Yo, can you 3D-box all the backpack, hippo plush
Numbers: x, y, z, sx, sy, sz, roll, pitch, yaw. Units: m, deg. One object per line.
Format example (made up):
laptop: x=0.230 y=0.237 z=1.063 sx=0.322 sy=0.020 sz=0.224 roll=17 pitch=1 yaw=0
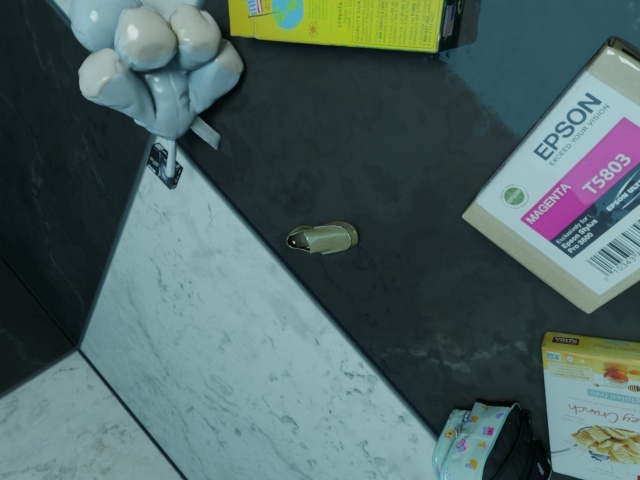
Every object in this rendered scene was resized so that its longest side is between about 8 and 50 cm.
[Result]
backpack: x=0.266 y=0.370 z=0.681 sx=0.144 sy=0.188 sz=0.166 roll=-17 pitch=104 yaw=41
hippo plush: x=-0.279 y=-0.315 z=0.726 sx=0.237 sy=0.234 sz=0.294 roll=56 pitch=178 yaw=21

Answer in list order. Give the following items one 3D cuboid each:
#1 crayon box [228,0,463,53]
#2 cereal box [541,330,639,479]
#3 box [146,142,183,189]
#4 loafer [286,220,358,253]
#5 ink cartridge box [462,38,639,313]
crayon box: x=0.020 y=-0.354 z=0.527 sx=0.318 sy=0.081 sz=0.202 roll=19 pitch=124 yaw=27
cereal box: x=0.415 y=0.248 z=0.597 sx=0.173 sy=0.047 sz=0.240 roll=-1 pitch=114 yaw=37
box: x=-0.346 y=-0.165 z=0.946 sx=0.083 sy=0.018 sz=0.067 roll=46 pitch=132 yaw=6
loafer: x=0.000 y=0.000 z=0.762 sx=0.148 sy=0.050 sz=0.056 roll=-5 pitch=112 yaw=38
ink cartridge box: x=0.310 y=-0.061 z=0.474 sx=0.193 sy=0.088 sz=0.235 roll=39 pitch=132 yaw=11
